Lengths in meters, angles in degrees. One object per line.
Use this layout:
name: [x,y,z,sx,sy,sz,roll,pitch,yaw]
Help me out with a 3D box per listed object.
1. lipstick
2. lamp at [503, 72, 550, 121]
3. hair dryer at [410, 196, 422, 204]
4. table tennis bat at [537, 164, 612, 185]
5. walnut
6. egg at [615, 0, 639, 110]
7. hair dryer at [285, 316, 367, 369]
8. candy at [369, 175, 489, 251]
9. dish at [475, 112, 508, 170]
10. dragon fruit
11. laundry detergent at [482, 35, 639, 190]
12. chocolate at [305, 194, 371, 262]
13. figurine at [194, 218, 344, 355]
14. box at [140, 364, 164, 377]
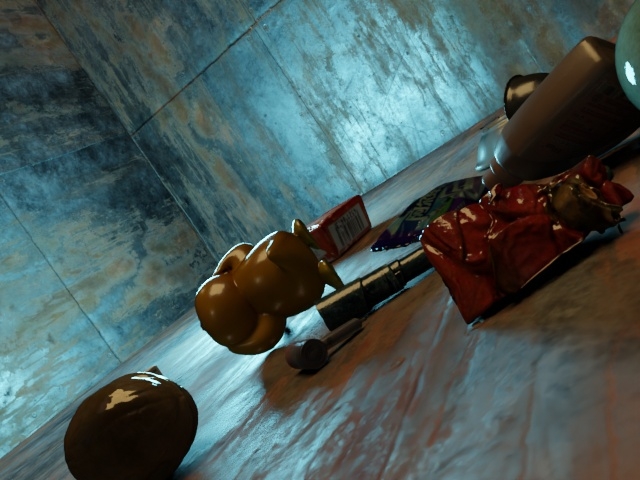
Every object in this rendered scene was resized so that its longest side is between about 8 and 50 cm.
lipstick: [0.102,0.045,0.899,0.234,0.053,0.053,-33,5,-1]
lamp: [0.478,-0.272,1.191,0.172,0.147,0.227,-8,-4,-38]
hair dryer: [0.173,-0.028,1.305,0.150,0.047,0.071,-45,4,-8]
table tennis bat: [0.307,-0.064,0.827,0.100,0.019,0.155,-35,7,-4]
walnut: [-0.223,0.227,0.768,0.162,0.140,0.140,-44,3,9]
egg: [0.401,-0.205,0.676,0.169,0.169,0.236,-29,9,46]
hair dryer: [0.013,0.126,0.828,0.114,0.037,0.063,-28,0,-24]
candy: [0.210,-0.052,1.083,0.275,0.070,0.145,-31,10,-35]
dish: [0.434,-0.252,1.485,0.229,0.081,0.229,-33,5,3]
dragon fruit: [0.209,0.007,0.620,0.192,0.122,0.092,-30,45,10]
laundry detergent: [0.334,-0.144,0.864,0.171,0.076,0.237,8,-42,-28]
chocolate: [0.000,0.000,1.743,0.235,0.108,0.237,-30,7,36]
figurine: [-0.094,0.080,1.119,0.228,0.215,0.215,-47,-1,25]
box: [-0.299,0.276,1.063,0.043,0.089,0.125,-29,8,45]
